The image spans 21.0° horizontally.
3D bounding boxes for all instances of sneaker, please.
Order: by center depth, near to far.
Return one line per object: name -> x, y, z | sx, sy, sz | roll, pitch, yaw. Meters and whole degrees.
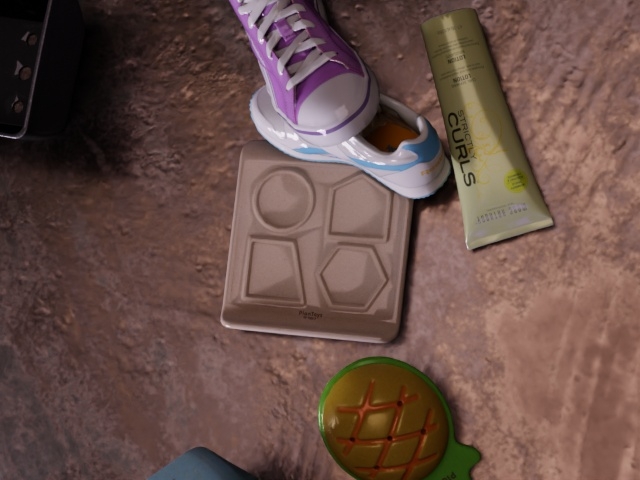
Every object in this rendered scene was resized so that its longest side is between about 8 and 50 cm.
sneaker -> -0.045, -0.215, 1.720 | 0.102, 0.161, 0.282 | -36, 44, 6
sneaker -> 0.026, -0.124, 1.771 | 0.229, 0.092, 0.087 | 20, 66, 25

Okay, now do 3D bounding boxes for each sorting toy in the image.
sorting toy -> 0.000, 0.000, 1.810 | 0.193, 0.038, 0.208 | 5, 79, 15

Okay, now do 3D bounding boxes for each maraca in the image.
maraca -> 0.079, 0.199, 1.731 | 0.127, 0.099, 0.185 | -39, 101, 9

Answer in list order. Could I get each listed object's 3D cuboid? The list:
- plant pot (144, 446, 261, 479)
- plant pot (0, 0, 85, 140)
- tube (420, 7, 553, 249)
plant pot -> -0.100, 0.354, 1.687 | 0.247, 0.248, 0.252 | -35, 58, 8
plant pot -> -0.352, -0.197, 1.857 | 0.187, 0.167, 0.188 | 9, 84, 16
tube -> 0.164, -0.118, 1.771 | 0.070, 0.062, 0.240 | -22, 81, 54
